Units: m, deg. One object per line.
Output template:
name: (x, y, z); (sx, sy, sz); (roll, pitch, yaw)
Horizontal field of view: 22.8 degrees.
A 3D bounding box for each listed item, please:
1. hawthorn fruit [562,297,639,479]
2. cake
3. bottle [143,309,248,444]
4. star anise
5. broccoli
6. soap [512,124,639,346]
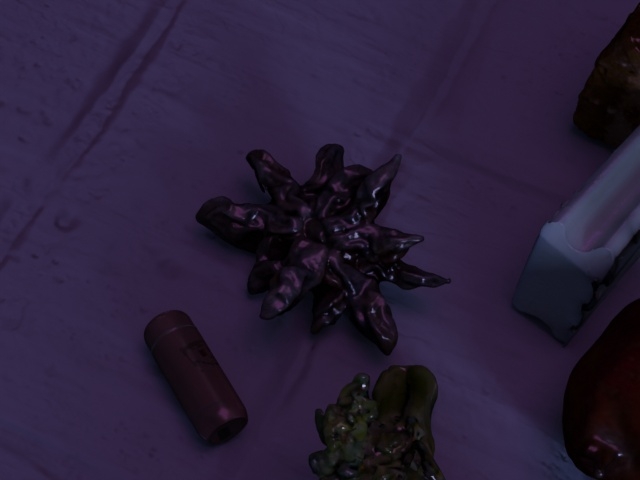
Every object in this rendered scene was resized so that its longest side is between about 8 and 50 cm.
hawthorn fruit: (0.334, 0.165, 1.549); (0.248, 0.208, 0.208); (-23, 61, -35)
cake: (0.468, -0.163, 1.839); (0.293, 0.196, 0.198); (34, 56, 8)
bottle: (-0.125, 0.134, 1.573); (0.053, 0.053, 0.140); (-21, 60, -25)
star anise: (0.002, -0.004, 1.669); (0.212, 0.129, 0.282); (-27, 58, -9)
broccoli: (0.047, 0.196, 1.486); (0.177, 0.198, 0.274); (-27, 41, 24)
soap: (0.320, -0.023, 1.723); (0.094, 0.150, 0.261); (38, 55, 12)
